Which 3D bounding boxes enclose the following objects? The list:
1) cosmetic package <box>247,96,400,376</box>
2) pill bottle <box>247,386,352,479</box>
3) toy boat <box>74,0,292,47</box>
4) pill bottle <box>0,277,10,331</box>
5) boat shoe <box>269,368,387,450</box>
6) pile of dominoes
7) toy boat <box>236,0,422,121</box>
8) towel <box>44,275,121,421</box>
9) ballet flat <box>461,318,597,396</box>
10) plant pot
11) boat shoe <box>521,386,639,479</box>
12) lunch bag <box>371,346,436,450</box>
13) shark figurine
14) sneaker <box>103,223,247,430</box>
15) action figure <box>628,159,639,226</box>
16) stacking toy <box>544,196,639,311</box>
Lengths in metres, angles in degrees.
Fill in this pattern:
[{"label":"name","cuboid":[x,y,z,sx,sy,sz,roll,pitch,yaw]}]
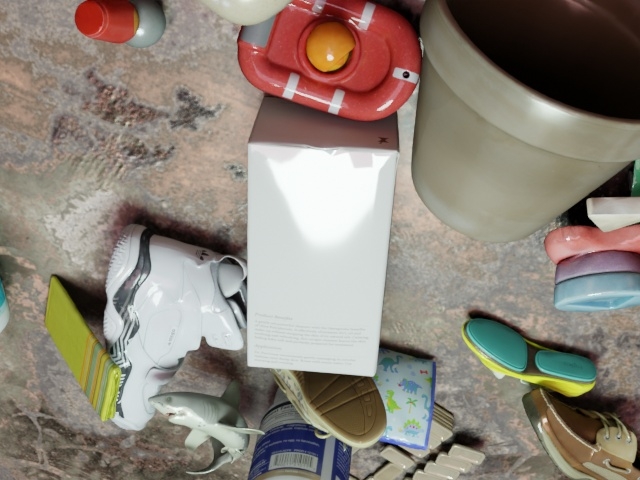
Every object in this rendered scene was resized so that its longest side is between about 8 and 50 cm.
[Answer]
[{"label":"cosmetic package","cuboid":[0.000,0.000,1.296,0.197,0.155,0.365,6,121,2]},{"label":"pill bottle","cuboid":[-0.028,0.336,1.441,0.153,0.265,0.153,3,122,6]},{"label":"toy boat","cuboid":[-0.156,-0.347,1.111,0.318,0.148,0.267,-37,86,23]},{"label":"pill bottle","cuboid":[-0.562,0.026,1.375,0.146,0.146,0.264,-1,122,7]},{"label":"boat shoe","cuboid":[0.003,0.219,1.388,0.104,0.285,0.089,-24,131,-21]},{"label":"pile of dominoes","cuboid":[0.135,0.366,1.591,0.196,0.040,0.251,33,127,-15]},{"label":"toy boat","cuboid":[0.013,-0.233,1.137,0.231,0.151,0.151,18,99,-5]},{"label":"towel","cuboid":[-0.363,0.160,1.413,0.021,0.237,0.102,-7,128,-38]},{"label":"ballet flat","cuboid":[0.311,0.191,1.433,0.231,0.077,0.077,20,140,-8]},{"label":"plant pot","cuboid":[0.244,-0.154,1.115,0.323,0.323,0.280,16,138,-4]},{"label":"boat shoe","cuboid":[0.437,0.320,1.472,0.120,0.122,0.324,-37,124,15]},{"label":"lunch bag","cuboid":[0.107,0.250,1.438,0.129,0.151,0.096,13,129,-3]},{"label":"shark figurine","cuboid":[-0.149,0.283,1.468,0.166,0.116,0.278,0,147,10]},{"label":"sneaker","cuboid":[-0.216,0.156,1.423,0.210,0.137,0.366,10,119,3]},{"label":"action figure","cuboid":[0.536,-0.053,1.261,0.232,0.063,0.137,5,120,8]},{"label":"stacking toy","cuboid":[0.447,0.038,1.165,0.309,0.130,0.279,-4,165,8]}]
